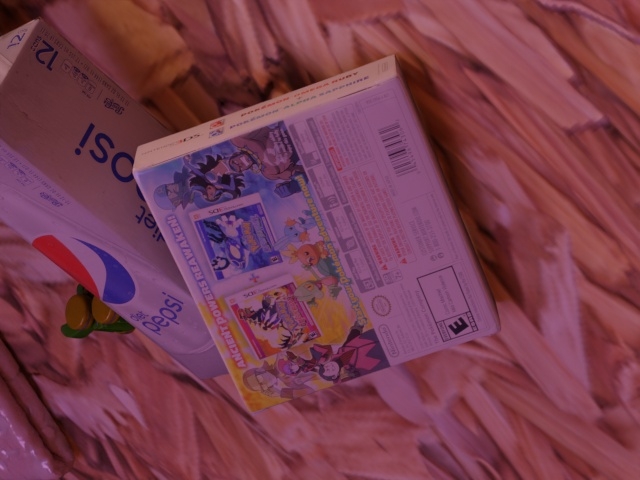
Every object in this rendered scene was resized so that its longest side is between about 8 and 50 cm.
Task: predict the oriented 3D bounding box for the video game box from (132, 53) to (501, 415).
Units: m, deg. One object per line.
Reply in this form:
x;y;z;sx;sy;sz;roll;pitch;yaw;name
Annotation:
0.000;0.000;1.314;0.187;0.048;0.205;-20;116;8;video game box

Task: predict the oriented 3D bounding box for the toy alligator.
-0.146;0.041;1.554;0.190;0.056;0.051;-15;74;47;toy alligator

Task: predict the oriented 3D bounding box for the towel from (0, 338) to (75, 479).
-0.414;0.105;1.843;0.332;0.053;0.317;-8;119;46;towel

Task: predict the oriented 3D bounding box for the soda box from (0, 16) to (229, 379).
-0.138;-0.022;1.384;0.286;0.098;0.091;41;146;-27;soda box
